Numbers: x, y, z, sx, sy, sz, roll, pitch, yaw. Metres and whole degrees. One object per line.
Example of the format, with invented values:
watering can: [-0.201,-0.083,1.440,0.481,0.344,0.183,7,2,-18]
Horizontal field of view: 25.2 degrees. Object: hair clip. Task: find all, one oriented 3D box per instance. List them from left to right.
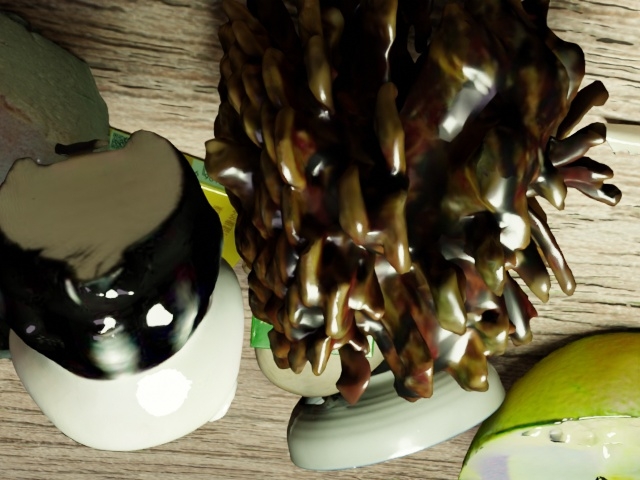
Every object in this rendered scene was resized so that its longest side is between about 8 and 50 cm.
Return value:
hair clip: [0.383,-0.077,1.434,0.226,0.034,0.072,25,139,-22]

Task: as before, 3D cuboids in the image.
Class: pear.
pear: [0.372,0.235,1.782,0.398,0.165,0.399,5,146,3]

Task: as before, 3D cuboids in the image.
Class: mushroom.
mushroom: [-0.006,0.068,1.614,0.204,0.204,0.204,5,146,3]

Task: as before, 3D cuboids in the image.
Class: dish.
dish: [0.074,0.165,1.737,0.273,0.273,0.134,-15,97,29]

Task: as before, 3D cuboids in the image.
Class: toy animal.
toy animal: [-0.174,0.048,1.242,0.212,0.213,0.267,2,138,7]

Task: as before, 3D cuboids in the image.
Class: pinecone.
pinecone: [0.075,-0.054,1.232,0.397,0.398,0.398,5,146,3]

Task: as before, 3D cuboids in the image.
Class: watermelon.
watermelon: [-0.376,-0.130,1.341,0.387,0.228,0.258,3,144,19]

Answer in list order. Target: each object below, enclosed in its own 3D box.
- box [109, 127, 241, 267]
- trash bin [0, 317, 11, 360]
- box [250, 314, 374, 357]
box: [-0.198,-0.050,1.571,0.279,0.041,0.153,19,145,-17]
trash bin: [-0.327,0.082,1.693,0.175,0.175,0.161,-5,154,17]
box: [0.000,0.000,1.477,0.132,0.235,0.034,4,-170,4]
